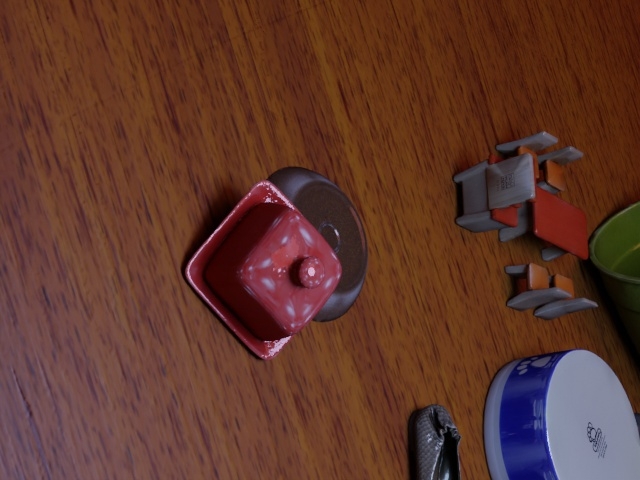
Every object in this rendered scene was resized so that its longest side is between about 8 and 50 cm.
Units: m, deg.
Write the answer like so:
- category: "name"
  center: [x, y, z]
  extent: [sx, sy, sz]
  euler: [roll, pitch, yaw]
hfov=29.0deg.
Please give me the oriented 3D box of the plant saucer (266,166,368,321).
- category: "plant saucer"
  center: [0.000, 0.000, 1.524]
  extent: [0.198, 0.036, 0.199]
  euler: [21, 61, -45]

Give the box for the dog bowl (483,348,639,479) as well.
- category: "dog bowl"
  center: [0.350, 0.291, 1.769]
  extent: [0.265, 0.104, 0.265]
  euler: [22, 60, -44]

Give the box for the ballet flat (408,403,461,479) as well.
- category: "ballet flat"
  center: [0.155, 0.330, 1.562]
  extent: [0.084, 0.058, 0.250]
  euler: [18, 63, -44]

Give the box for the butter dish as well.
- category: "butter dish"
  center: [-0.039, 0.034, 1.378]
  extent: [0.160, 0.118, 0.160]
  euler: [50, 65, -24]

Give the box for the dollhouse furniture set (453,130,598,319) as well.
- category: "dollhouse furniture set"
  center: [0.327, -0.040, 1.843]
  extent: [0.259, 0.135, 0.262]
  euler: [20, 61, -44]

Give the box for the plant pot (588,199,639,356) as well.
- category: "plant pot"
  center: [0.667, 0.129, 2.049]
  extent: [0.366, 0.366, 0.353]
  euler: [-45, 122, -48]

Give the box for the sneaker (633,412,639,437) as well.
- category: "sneaker"
  center: [0.582, 0.367, 1.993]
  extent: [0.286, 0.130, 0.109]
  euler: [44, 49, -28]
